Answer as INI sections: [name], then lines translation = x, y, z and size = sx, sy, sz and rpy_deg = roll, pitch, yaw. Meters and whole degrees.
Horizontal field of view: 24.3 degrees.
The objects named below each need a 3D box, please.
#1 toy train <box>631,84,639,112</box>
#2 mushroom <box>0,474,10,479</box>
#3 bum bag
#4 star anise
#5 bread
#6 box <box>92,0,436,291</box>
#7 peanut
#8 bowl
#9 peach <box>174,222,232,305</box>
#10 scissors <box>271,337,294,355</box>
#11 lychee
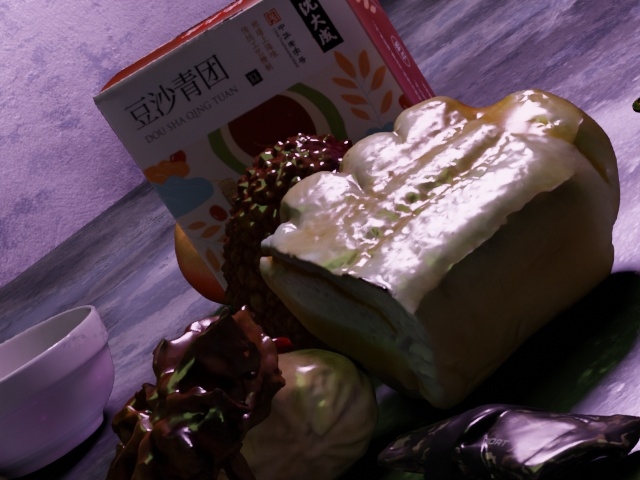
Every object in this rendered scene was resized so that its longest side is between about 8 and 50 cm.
[toy train]
translation = 0.427, -0.160, 1.636
size = 0.137, 0.090, 0.225
rpy_deg = -17, 21, 29
[mushroom]
translation = -0.499, 0.346, 1.958
size = 0.225, 0.093, 0.116
rpy_deg = -27, -6, 42
[bum bag]
translation = 0.144, 0.166, 1.205
size = 0.102, 0.069, 0.248
rpy_deg = 1, -9, -35
[star anise]
translation = -0.109, 0.202, 1.274
size = 0.237, 0.148, 0.346
rpy_deg = -37, 46, 52
[bread]
translation = 0.140, 0.003, 1.462
size = 0.341, 0.210, 0.300
rpy_deg = -41, 37, -23
[box]
translation = -0.025, -0.112, 1.835
size = 0.344, 0.385, 0.122
rpy_deg = -28, 16, 22
[peanut]
translation = -0.068, 0.192, 1.448
size = 0.305, 0.147, 0.147
rpy_deg = -19, 20, 43
[bowl]
translation = -0.396, 0.220, 2.010
size = 0.287, 0.143, 0.287
rpy_deg = -27, 11, 6
[peach]
translation = -0.122, 0.001, 2.083
size = 0.184, 0.184, 0.184
rpy_deg = -31, 15, 9
[scissors]
translation = -0.101, 0.196, 1.589
size = 0.248, 0.144, 0.017
rpy_deg = -38, 53, 12
[lychee]
translation = 0.000, 0.000, 1.669
size = 0.271, 0.271, 0.271
rpy_deg = -31, 15, 9
